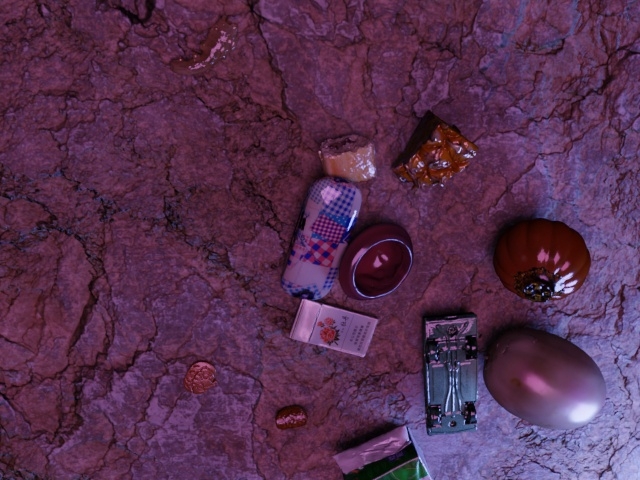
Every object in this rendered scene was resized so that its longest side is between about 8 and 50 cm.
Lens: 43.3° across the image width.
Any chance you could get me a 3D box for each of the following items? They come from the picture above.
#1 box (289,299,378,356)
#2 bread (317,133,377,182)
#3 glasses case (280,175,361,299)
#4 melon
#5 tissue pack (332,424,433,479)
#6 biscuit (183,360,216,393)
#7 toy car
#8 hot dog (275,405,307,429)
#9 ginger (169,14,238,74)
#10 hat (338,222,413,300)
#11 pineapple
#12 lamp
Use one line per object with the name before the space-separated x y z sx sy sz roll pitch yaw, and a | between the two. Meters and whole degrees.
box | 0.032 0.212 1.977 0.198 0.029 0.109 16 105 -11
bread | 0.061 -0.183 1.821 0.125 0.082 0.106 -12 134 -2
glasses case | 0.000 0.000 1.855 0.125 0.076 0.328 11 121 -14
melon | 0.543 0.337 1.968 0.316 0.223 0.223 25 104 -10
tissue pack | 0.153 0.568 2.042 0.209 0.148 0.156 -28 109 4
biscuit | -0.294 0.341 1.993 0.078 0.015 0.091 22 104 -12
toy car | 0.325 0.330 2.009 0.141 0.097 0.321 -5 107 -5
hot dog | -0.074 0.450 2.040 0.083 0.035 0.058 -11 109 -3
ginger | -0.244 -0.408 1.738 0.173 0.051 0.069 -39 104 5
hat | 0.124 0.044 1.892 0.205 0.089 0.206 -14 123 -23
pineapple | 0.248 -0.207 1.803 0.114 0.236 0.186 36 62 -20
lamp | 0.516 0.048 1.886 0.223 0.197 0.223 11 142 9
